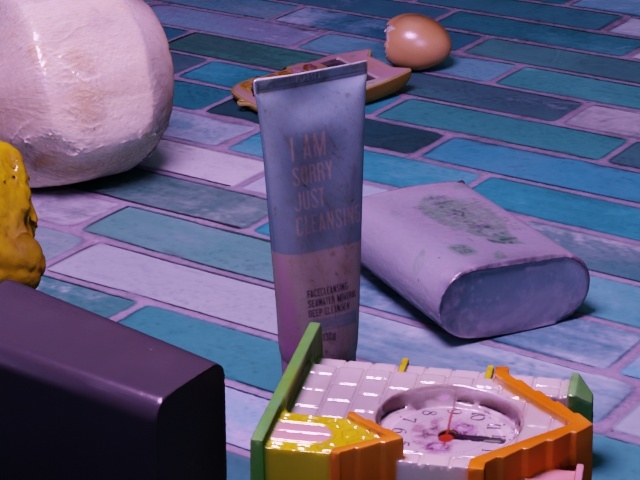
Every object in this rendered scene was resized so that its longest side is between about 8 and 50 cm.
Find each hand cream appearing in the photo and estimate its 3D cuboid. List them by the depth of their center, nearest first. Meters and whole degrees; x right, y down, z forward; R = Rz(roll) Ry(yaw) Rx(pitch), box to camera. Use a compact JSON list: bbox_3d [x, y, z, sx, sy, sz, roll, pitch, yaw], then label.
[{"bbox_3d":[0.000,0.000,1.614,0.111,0.312,0.070,-13,26,-24],"label":"hand cream"}]

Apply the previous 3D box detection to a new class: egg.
[{"bbox_3d":[0.135,-0.277,2.567,0.096,0.080,0.080,-2,22,9],"label":"egg"}]

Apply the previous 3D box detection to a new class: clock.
[{"bbox_3d":[0.091,0.165,1.483,0.255,0.106,0.220,4,23,11],"label":"clock"}]

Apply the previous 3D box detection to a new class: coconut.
[{"bbox_3d":[-0.311,-0.182,2.173,0.247,0.245,0.245,-13,25,-23],"label":"coconut"}]

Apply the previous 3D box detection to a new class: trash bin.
[{"bbox_3d":[-0.191,0.146,1.476,0.225,0.165,0.115,15,27,29],"label":"trash bin"}]

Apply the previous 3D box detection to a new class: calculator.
[{"bbox_3d":[-0.006,-0.206,2.472,0.236,0.033,0.157,-15,27,-25],"label":"calculator"}]

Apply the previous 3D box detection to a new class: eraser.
[{"bbox_3d":[0.141,0.015,1.870,0.174,0.081,0.227,-11,24,-23],"label":"eraser"}]

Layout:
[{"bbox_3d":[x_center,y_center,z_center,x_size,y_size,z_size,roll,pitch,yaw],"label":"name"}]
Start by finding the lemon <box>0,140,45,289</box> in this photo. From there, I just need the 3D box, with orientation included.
[{"bbox_3d":[-0.404,-0.009,1.751,0.319,0.245,0.245,12,25,16],"label":"lemon"}]
